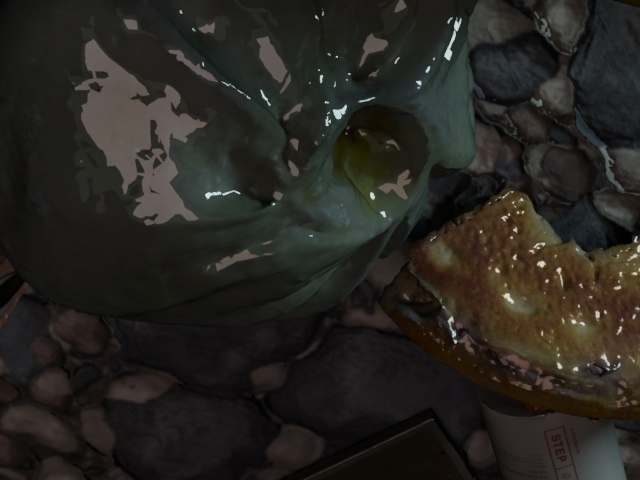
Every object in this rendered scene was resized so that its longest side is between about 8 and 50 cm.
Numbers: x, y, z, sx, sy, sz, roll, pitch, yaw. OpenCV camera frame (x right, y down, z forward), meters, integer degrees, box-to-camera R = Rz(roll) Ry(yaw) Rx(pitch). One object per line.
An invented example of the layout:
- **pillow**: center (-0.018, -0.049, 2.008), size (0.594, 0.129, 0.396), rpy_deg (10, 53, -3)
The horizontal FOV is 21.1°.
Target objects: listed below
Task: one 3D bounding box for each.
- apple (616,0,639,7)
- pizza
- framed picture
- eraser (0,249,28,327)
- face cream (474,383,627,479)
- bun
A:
- **apple**: center (0.223, -0.310, 0.914), size (0.374, 0.384, 0.374), rpy_deg (18, 158, 7)
- **pizza**: center (0.189, 0.057, 1.251), size (0.305, 0.161, 0.085), rpy_deg (10, 148, -11)
- **framed picture**: center (0.069, 0.262, 1.442), size (0.184, 0.016, 0.250), rpy_deg (-28, 122, 12)
- **eraser**: center (-0.250, -0.004, 1.162), size (0.087, 0.171, 0.290), rpy_deg (45, 117, 18)
- **face cream**: center (0.191, 0.183, 1.354), size (0.096, 0.096, 0.214), rpy_deg (-16, 124, 5)
- **bun**: center (-0.042, -0.078, 1.027), size (0.354, 0.194, 0.354), rpy_deg (-30, 142, -27)
